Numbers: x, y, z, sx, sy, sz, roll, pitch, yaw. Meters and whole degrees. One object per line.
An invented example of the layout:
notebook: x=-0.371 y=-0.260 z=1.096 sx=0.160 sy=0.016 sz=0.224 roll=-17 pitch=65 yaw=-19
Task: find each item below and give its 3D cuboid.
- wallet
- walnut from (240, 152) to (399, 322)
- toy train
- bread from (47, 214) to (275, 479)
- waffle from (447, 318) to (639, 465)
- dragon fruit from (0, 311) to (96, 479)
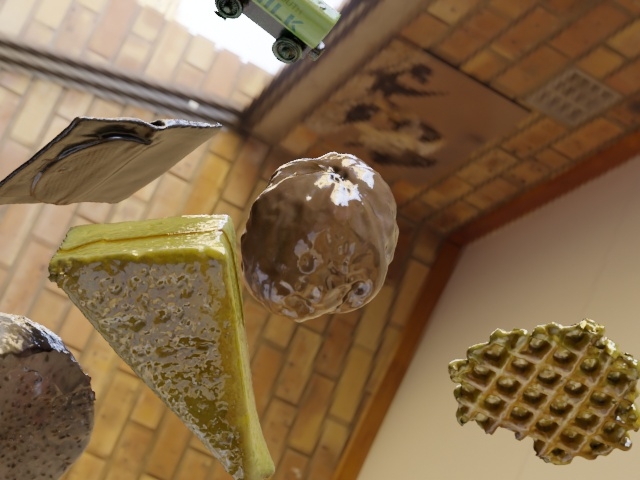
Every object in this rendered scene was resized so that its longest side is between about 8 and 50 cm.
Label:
wallet: x=-0.322 y=-0.114 z=1.813 sx=0.247 sy=0.041 sz=0.323 roll=-31 pitch=168 yaw=29
walnut: x=0.001 y=-0.002 z=1.874 sx=0.273 sy=0.227 sz=0.273 roll=19 pitch=90 yaw=-85
toy train: x=-0.080 y=-0.439 z=2.240 sx=0.157 sy=0.253 sz=0.105 roll=-41 pitch=-165 yaw=50
bread: x=-0.202 y=0.161 z=1.627 sx=0.233 sy=0.245 sz=0.361 roll=-104 pitch=-173 yaw=-77
waffle: x=0.322 y=0.223 z=1.723 sx=0.291 sy=0.291 sz=0.051 roll=-53 pitch=-167 yaw=32
dragon fruit: x=-0.446 y=0.195 z=1.674 sx=0.204 sy=0.283 sz=0.221 roll=-40 pitch=-135 yaw=-16
